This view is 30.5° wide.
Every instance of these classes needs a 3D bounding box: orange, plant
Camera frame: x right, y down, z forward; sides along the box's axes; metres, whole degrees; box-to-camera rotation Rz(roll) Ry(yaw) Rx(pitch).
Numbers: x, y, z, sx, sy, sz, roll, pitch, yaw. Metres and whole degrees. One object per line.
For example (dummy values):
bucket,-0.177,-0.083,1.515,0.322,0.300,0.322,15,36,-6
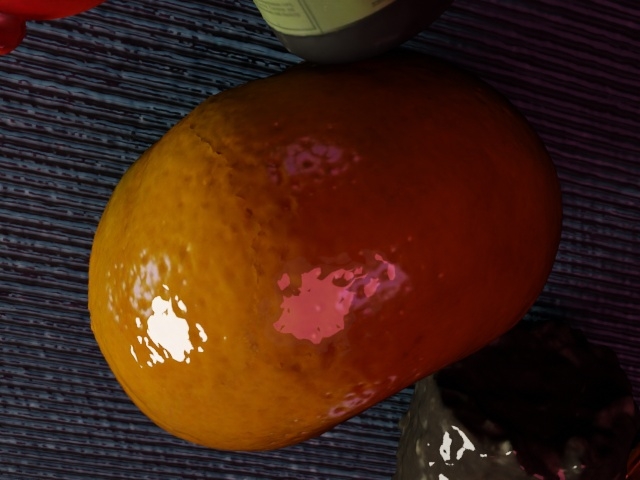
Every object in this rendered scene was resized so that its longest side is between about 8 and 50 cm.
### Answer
orange,0.000,0.000,0.586,0.240,0.240,0.171,-28,81,6
plant,0.116,0.184,0.763,0.149,0.146,0.274,9,122,6

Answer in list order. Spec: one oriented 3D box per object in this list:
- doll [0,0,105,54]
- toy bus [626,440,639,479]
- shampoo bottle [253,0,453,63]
doll,-0.117,-0.190,0.520,0.183,0.085,0.217,3,104,-18
toy bus,0.304,0.195,0.834,0.194,0.088,0.083,23,113,-23
shampoo bottle,-0.035,-0.200,0.454,0.101,0.101,0.284,-29,130,7
